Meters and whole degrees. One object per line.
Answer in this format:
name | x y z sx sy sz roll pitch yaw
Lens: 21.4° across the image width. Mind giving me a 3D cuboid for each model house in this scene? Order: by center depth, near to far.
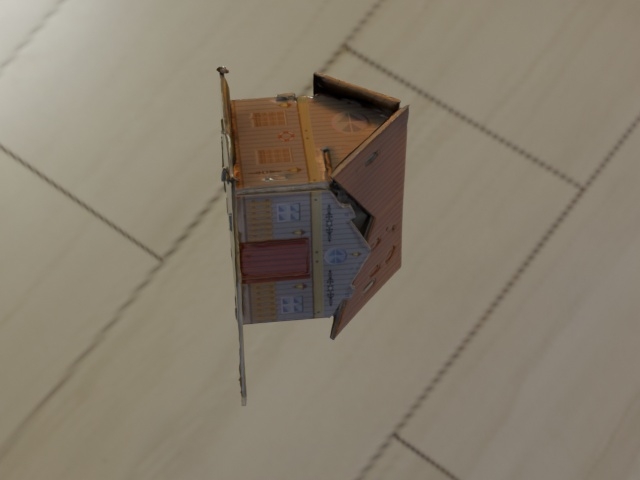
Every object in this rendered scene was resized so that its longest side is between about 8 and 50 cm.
model house | 0.000 0.000 1.215 0.135 0.219 0.207 -6 40 -4
